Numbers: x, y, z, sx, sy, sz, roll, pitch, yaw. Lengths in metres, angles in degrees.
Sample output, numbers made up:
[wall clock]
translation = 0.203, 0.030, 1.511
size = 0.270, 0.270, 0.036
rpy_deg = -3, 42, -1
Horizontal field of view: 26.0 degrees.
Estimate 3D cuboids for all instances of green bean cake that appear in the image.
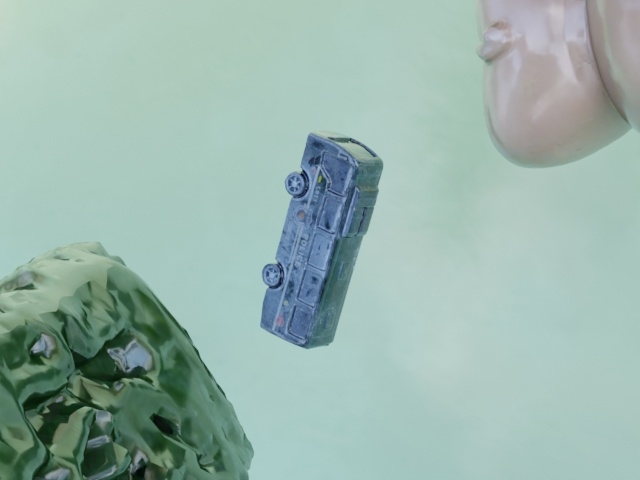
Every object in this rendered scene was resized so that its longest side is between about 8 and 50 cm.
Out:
[green bean cake]
translation = -0.129, 0.172, 0.705
size = 0.169, 0.308, 0.300
rpy_deg = -29, 95, 19

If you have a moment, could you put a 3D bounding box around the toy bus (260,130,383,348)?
[toy bus]
translation = 0.000, 0.000, 1.084
size = 0.065, 0.047, 0.166
rpy_deg = 25, 107, 33

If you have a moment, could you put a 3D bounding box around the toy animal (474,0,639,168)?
[toy animal]
translation = 0.214, -0.150, 0.953
size = 0.221, 0.229, 0.210
rpy_deg = -7, 90, 0
